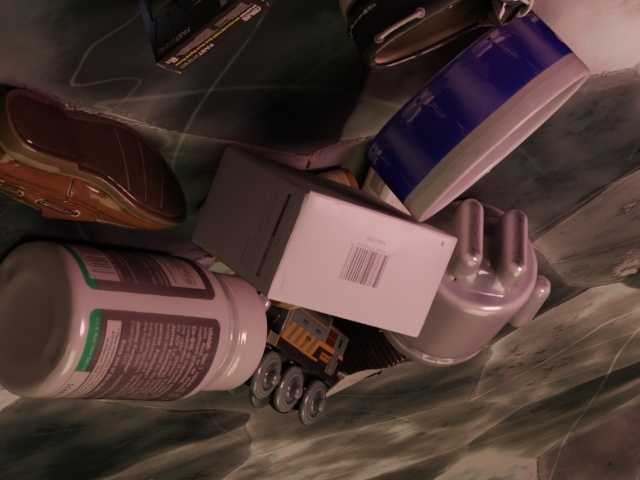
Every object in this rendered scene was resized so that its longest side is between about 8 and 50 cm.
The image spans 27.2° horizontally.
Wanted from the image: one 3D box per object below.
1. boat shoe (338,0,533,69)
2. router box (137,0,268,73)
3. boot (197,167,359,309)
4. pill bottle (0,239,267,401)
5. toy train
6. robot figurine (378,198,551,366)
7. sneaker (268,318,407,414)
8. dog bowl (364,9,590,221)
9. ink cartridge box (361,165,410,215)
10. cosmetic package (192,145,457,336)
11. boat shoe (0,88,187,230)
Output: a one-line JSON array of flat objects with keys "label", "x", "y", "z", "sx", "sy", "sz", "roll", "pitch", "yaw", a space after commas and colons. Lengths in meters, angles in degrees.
[{"label": "boat shoe", "x": 0.174, "y": -0.265, "z": 1.412, "sx": 0.303, "sy": 0.091, "sz": 0.114, "roll": -21, "pitch": 157, "yaw": 5}, {"label": "router box", "x": -0.116, "y": -0.231, "z": 1.258, "sx": 0.122, "sy": 0.092, "sz": 0.038, "roll": -33, "pitch": 154, "yaw": 29}, {"label": "boot", "x": -0.079, "y": 0.007, "z": 1.806, "sx": 0.203, "sy": 0.095, "sz": 0.262, "roll": -6, "pitch": 145, "yaw": -31}, {"label": "pill bottle", "x": -0.255, "y": 0.116, "z": 1.792, "sx": 0.204, "sy": 0.204, "sz": 0.361, "roll": -35, "pitch": 152, "yaw": 33}, {"label": "toy train", "x": -0.069, "y": 0.171, "z": 2.108, "sx": 0.142, "sy": 0.190, "sz": 0.334, "roll": 15, "pitch": 166, "yaw": 29}, {"label": "robot figurine", "x": 0.208, "y": 0.072, "z": 2.064, "sx": 0.300, "sy": 0.199, "sz": 0.353, "roll": 16, "pitch": 148, "yaw": -10}, {"label": "sneaker", "x": 0.059, "y": 0.195, "z": 2.370, "sx": 0.330, "sy": 0.122, "sz": 0.146, "roll": -28, "pitch": 174, "yaw": 16}, {"label": "dog bowl", "x": 0.181, "y": -0.145, "z": 1.544, "sx": 0.265, "sy": 0.104, "sz": 0.265, "roll": -40, "pitch": 174, "yaw": -5}, {"label": "ink cartridge box", "x": 0.159, "y": -0.108, "z": 1.841, "sx": 0.225, "sy": 0.056, "sz": 0.181, "roll": -31, "pitch": 162, "yaw": -22}, {"label": "cosmetic package", "x": 0.000, "y": 0.000, "z": 1.613, "sx": 0.224, "sy": 0.225, "sz": 0.138, "roll": 17, "pitch": 99, "yaw": -32}, {"label": "boat shoe", "x": -0.277, "y": -0.078, "z": 1.478, "sx": 0.104, "sy": 0.110, "sz": 0.307, "roll": -26, "pitch": 147, "yaw": 25}]
